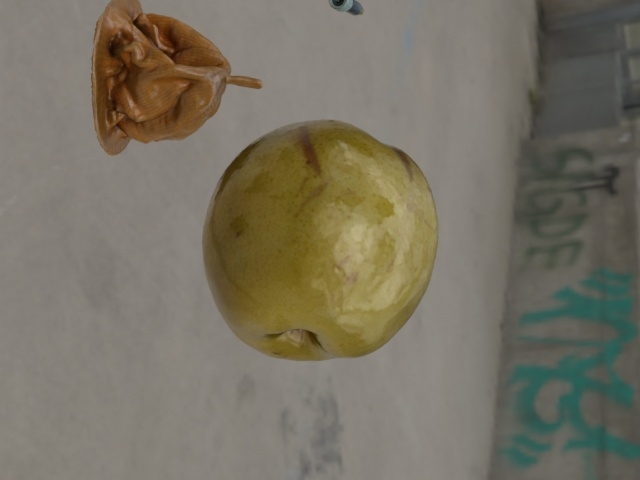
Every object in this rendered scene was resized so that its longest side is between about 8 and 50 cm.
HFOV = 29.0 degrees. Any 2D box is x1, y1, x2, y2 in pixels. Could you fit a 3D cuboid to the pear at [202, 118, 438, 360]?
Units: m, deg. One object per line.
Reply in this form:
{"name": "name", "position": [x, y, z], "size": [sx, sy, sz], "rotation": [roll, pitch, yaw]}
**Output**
{"name": "pear", "position": [0.000, 0.000, 1.563], "size": [0.314, 0.314, 0.314], "rotation": [-7, 90, -72]}

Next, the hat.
{"name": "hat", "position": [-0.195, -0.247, 1.856], "size": [0.244, 0.233, 0.233], "rotation": [-71, 162, -47]}

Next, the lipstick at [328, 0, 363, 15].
{"name": "lipstick", "position": [0.048, -0.402, 2.110], "size": [0.116, 0.037, 0.037], "rotation": [-1, 84, -71]}
